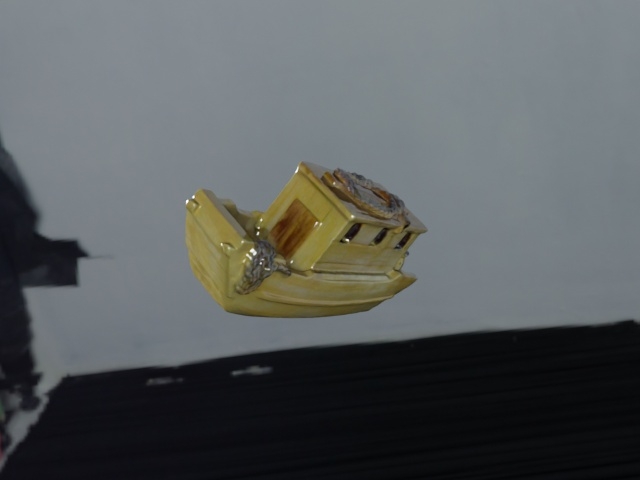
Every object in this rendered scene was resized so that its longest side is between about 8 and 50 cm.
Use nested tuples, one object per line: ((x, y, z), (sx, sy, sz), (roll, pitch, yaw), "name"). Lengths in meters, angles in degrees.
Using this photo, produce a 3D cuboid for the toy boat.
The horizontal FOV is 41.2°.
((0.000, 0.000, 0.457), (0.057, 0.077, 0.200), (47, -160, 25), "toy boat")
